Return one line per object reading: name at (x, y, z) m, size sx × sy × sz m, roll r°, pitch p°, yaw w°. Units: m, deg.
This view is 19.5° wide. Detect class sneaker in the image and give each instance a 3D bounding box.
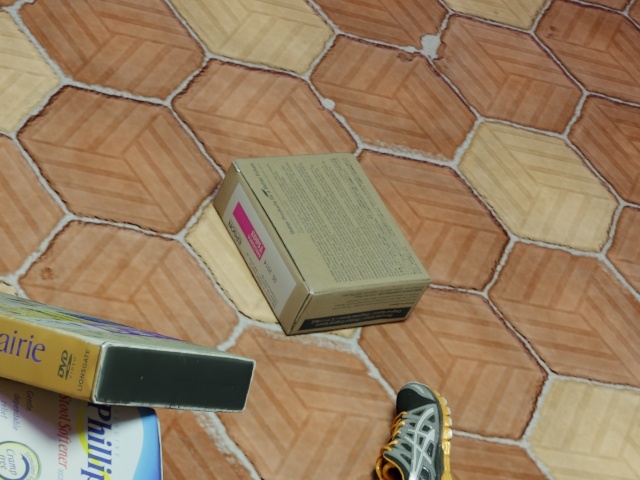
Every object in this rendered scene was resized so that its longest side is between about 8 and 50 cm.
sneaker at (0.105, 0.250, 2.168) m, size 0.083 × 0.084 × 0.215 m, roll 11°, pitch 43°, yaw -15°

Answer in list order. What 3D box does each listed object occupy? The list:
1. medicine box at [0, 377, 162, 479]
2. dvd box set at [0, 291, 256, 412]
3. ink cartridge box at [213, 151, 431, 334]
medicine box at (-0.325, 0.264, 1.736) m, size 0.289 × 0.263 × 0.149 m, roll 14°, pitch 41°, yaw -19°
dvd box set at (-0.316, 0.090, 1.844) m, size 0.420 × 0.062 × 0.307 m, roll 13°, pitch -1°, yaw 24°
ink cartridge box at (0.000, 0.000, 2.368) m, size 0.193 × 0.088 × 0.234 m, roll -5°, pitch 51°, yaw -34°
